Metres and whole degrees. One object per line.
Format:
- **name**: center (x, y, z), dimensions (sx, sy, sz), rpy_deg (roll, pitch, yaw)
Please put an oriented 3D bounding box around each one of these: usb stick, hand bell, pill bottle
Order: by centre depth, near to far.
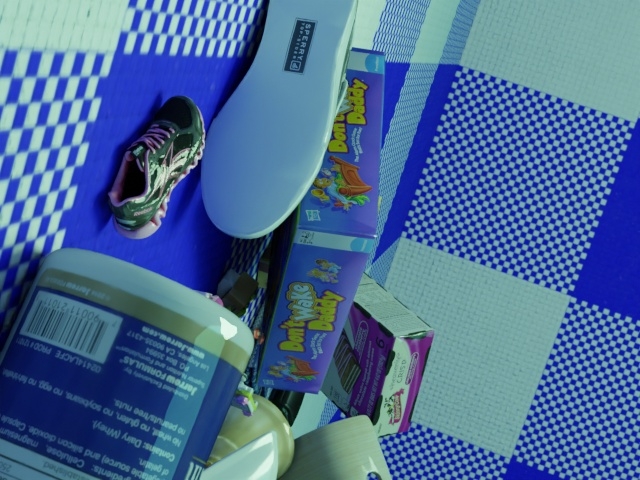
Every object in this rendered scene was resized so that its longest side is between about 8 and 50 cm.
- **pill bottle**: center (-0.158, 0.151, 0.755), dimensions (0.153, 0.153, 0.265), rpy_deg (78, 34, -74)
- **hand bell**: center (-0.141, 0.280, 1.402), dimensions (0.242, 0.126, 0.126), rpy_deg (-27, 137, -61)
- **usb stick**: center (-0.021, 0.159, 1.773), dimensions (0.077, 0.045, 0.278), rpy_deg (84, 22, -50)

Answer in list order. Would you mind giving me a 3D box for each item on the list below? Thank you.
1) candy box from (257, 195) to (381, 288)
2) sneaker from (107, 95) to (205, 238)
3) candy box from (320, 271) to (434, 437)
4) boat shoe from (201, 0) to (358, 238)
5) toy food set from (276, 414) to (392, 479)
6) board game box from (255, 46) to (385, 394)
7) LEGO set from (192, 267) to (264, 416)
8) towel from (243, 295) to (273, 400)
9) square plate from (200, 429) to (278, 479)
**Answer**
- **candy box**: center (0.000, 0.000, 1.553), dimensions (0.053, 0.109, 0.187), rpy_deg (99, 14, -44)
- **sneaker**: center (-0.124, -0.062, 0.873), dimensions (0.057, 0.047, 0.119), rpy_deg (64, 44, -62)
- **candy box**: center (0.042, 0.134, 1.575), dimensions (0.071, 0.233, 0.159), rpy_deg (-5, 119, -34)
- **boat shoe**: center (-0.030, -0.137, 1.108), dimensions (0.102, 0.108, 0.301), rpy_deg (71, 33, -74)
- **toy food set**: center (-0.021, 0.383, 1.534), dimensions (0.306, 0.220, 0.092), rpy_deg (-33, 158, 35)
- **board game box**: center (-0.004, -0.013, 1.292), dimensions (0.347, 0.078, 0.233), rpy_deg (106, -9, -56)
- **LEGO set**: center (-0.095, 0.111, 1.207), dimensions (0.287, 0.107, 0.132), rpy_deg (-7, 117, -80)
- **towel**: center (-0.056, 0.141, 1.756), dimensions (0.336, 0.040, 0.243), rpy_deg (91, 19, -64)
- **square plate**: center (-0.172, 0.371, 1.049), dimensions (0.347, 0.049, 0.344), rpy_deg (-27, 142, -40)
